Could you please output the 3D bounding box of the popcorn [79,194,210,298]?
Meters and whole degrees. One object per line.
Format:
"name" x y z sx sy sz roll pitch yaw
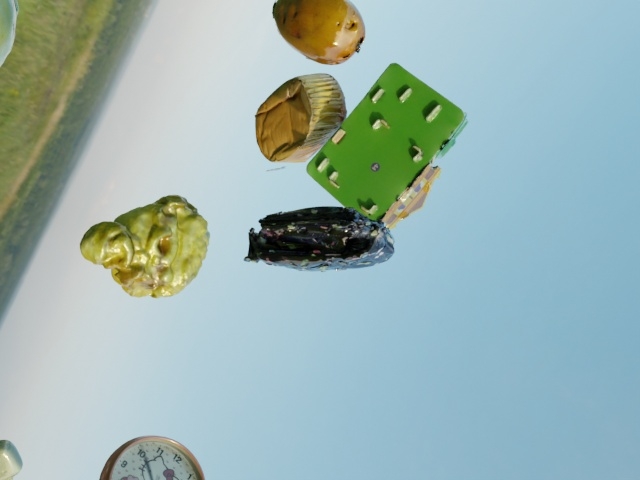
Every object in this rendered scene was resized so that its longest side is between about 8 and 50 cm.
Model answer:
"popcorn" -0.390 0.026 1.309 0.174 0.225 0.286 -22 -172 47

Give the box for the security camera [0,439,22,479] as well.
"security camera" -0.390 0.287 0.691 0.058 0.058 0.092 -139 -141 -65

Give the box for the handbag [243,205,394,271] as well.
"handbag" 0.000 0.000 0.986 0.260 0.162 0.113 -1 -93 23

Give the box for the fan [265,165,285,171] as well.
"fan" -0.121 -0.214 1.657 0.080 0.060 0.003 -9 -85 29

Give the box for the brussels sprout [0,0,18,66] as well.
"brussels sprout" -0.757 -0.488 1.033 0.361 0.343 0.425 -97 -174 -78

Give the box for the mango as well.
"mango" -0.012 -0.470 1.208 0.249 0.151 0.156 43 -38 35

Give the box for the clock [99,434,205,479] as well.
"clock" -0.352 0.533 1.182 0.056 0.244 0.244 -45 -150 32

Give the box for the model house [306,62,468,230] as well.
"model house" 0.196 -0.212 1.389 0.242 0.313 0.357 41 -80 20

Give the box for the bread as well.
"bread" -0.046 -0.323 1.503 0.288 0.156 0.204 -33 -108 53
